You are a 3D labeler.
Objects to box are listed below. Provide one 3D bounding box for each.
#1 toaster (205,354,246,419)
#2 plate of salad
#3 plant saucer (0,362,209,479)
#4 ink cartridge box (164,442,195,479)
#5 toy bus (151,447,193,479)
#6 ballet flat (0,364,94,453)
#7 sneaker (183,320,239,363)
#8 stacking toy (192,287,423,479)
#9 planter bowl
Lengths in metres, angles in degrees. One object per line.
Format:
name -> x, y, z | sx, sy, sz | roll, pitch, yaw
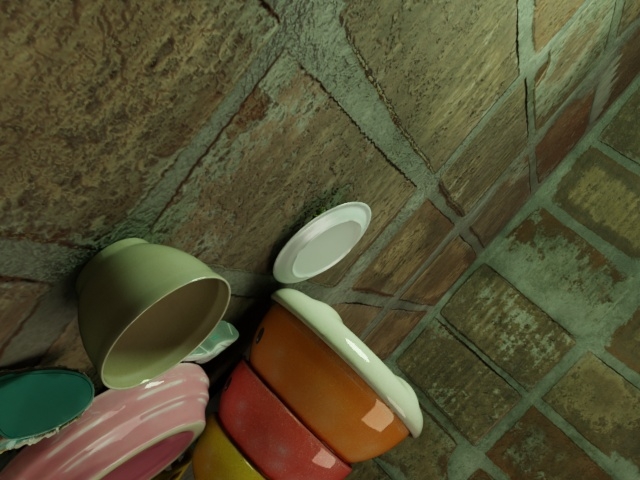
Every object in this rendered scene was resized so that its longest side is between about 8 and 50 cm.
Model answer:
toaster -> -0.163, 0.345, 1.195 | 0.168, 0.110, 0.185 | -45, 159, -8
plate of salad -> 0.000, 0.000, 0.982 | 0.200, 0.048, 0.199 | -29, 154, -16
plant saucer -> -0.299, 0.314, 0.853 | 0.332, 0.084, 0.332 | -34, 160, -14
ink cartridge box -> -0.260, 0.596, 1.282 | 0.171, 0.233, 0.168 | -29, 152, -42
toy bus -> -0.321, 0.449, 1.081 | 0.191, 0.104, 0.202 | -41, 158, -16
ballet flat -> -0.363, 0.193, 0.603 | 0.077, 0.091, 0.241 | -25, 173, 40
sneaker -> -0.190, 0.173, 0.913 | 0.061, 0.054, 0.152 | -52, 160, 19
stacking toy -> -0.096, 0.349, 0.973 | 0.480, 0.351, 0.350 | -45, 159, -12
planter bowl -> -0.195, 0.066, 0.630 | 0.162, 0.109, 0.162 | -39, 158, -19
